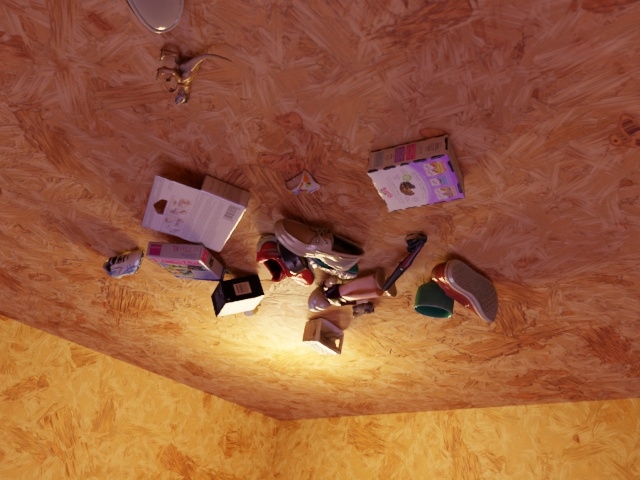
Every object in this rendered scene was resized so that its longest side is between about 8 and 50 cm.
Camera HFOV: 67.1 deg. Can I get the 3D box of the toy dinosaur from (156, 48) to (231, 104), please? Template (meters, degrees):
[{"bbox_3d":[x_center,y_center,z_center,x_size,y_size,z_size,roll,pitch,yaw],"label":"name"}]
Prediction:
[{"bbox_3d":[-0.281,-0.365,1.021,0.112,0.064,0.211,8,162,-32],"label":"toy dinosaur"}]

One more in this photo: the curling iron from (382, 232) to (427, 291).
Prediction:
[{"bbox_3d":[0.254,0.070,1.509,0.068,0.035,0.274,8,137,-16],"label":"curling iron"}]

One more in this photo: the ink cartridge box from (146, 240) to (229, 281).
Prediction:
[{"bbox_3d":[-0.452,0.085,1.686,0.186,0.065,0.311,4,163,9],"label":"ink cartridge box"}]

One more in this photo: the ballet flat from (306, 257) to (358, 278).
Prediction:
[{"bbox_3d":[0.019,0.072,1.566,0.241,0.091,0.077,29,139,-28],"label":"ballet flat"}]

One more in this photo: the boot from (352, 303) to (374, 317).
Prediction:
[{"bbox_3d":[0.169,0.280,1.901,0.087,0.042,0.118,-2,153,4],"label":"boot"}]

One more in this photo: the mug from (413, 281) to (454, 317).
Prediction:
[{"bbox_3d":[0.382,0.201,1.659,0.129,0.097,0.158,30,153,-33],"label":"mug"}]

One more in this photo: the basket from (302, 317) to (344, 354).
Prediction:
[{"bbox_3d":[0.011,0.421,2.093,0.103,0.113,0.167,-16,139,38],"label":"basket"}]

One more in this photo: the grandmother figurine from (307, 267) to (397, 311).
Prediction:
[{"bbox_3d":[0.088,0.188,1.728,0.342,0.104,0.208,-22,127,36],"label":"grandmother figurine"}]

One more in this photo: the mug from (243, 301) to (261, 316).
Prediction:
[{"bbox_3d":[-0.292,0.267,2.002,0.062,0.078,0.064,28,151,37],"label":"mug"}]

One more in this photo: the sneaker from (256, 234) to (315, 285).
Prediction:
[{"bbox_3d":[-0.125,0.096,1.619,0.107,0.118,0.279,-15,140,35],"label":"sneaker"}]

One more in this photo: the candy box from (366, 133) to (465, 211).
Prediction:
[{"bbox_3d":[0.234,-0.158,1.175,0.196,0.070,0.165,-9,143,26],"label":"candy box"}]

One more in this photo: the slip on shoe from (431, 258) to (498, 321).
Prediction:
[{"bbox_3d":[0.482,0.164,1.579,0.331,0.123,0.101,36,155,-31],"label":"slip on shoe"}]

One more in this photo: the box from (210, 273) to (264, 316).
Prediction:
[{"bbox_3d":[-0.314,0.208,1.814,0.156,0.093,0.158,-8,157,-30],"label":"box"}]

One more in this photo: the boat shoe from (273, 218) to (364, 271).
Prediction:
[{"bbox_3d":[0.000,0.000,1.458,0.302,0.109,0.098,26,135,-28],"label":"boat shoe"}]

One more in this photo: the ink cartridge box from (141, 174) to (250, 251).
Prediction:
[{"bbox_3d":[-0.379,-0.092,1.446,0.261,0.066,0.296,21,146,-17],"label":"ink cartridge box"}]

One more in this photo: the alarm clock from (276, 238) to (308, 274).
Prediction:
[{"bbox_3d":[-0.087,0.044,1.527,0.064,0.129,0.192,-27,172,11],"label":"alarm clock"}]

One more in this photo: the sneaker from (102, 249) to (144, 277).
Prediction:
[{"bbox_3d":[-0.736,0.085,1.801,0.237,0.085,0.086,-22,140,38],"label":"sneaker"}]

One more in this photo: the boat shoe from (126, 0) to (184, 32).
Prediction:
[{"bbox_3d":[-0.311,-0.508,0.782,0.112,0.095,0.335,-26,151,-10],"label":"boat shoe"}]

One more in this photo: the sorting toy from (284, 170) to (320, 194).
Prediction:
[{"bbox_3d":[-0.043,-0.146,1.307,0.075,0.045,0.083,12,153,-41],"label":"sorting toy"}]
